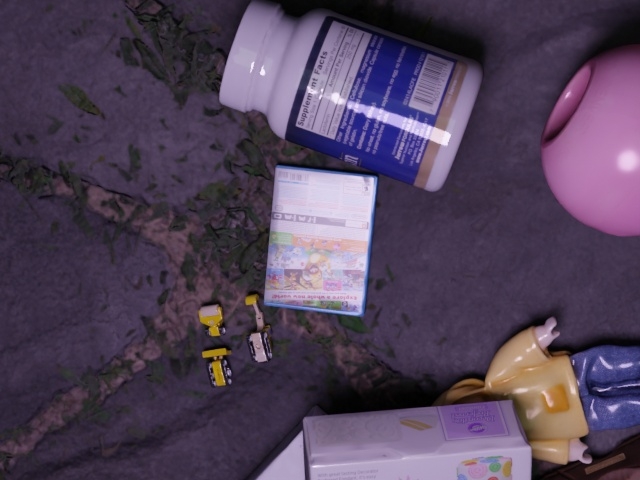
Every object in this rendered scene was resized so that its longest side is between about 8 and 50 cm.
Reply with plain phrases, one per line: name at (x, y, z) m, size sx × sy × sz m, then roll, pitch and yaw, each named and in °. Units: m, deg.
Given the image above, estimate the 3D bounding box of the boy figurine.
boy figurine at (0.254, 0.175, 1.802) m, size 0.285 × 0.092 × 0.177 m, roll -8°, pitch 106°, yaw 6°

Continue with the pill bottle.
pill bottle at (0.032, -0.164, 1.730) m, size 0.264 × 0.153 × 0.153 m, roll 20°, pitch 102°, yaw 3°

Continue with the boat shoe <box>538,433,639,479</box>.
boat shoe at (0.374, 0.281, 1.816) m, size 0.257 × 0.095 × 0.095 m, roll -21°, pitch 112°, yaw 16°

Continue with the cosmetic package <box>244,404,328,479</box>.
cosmetic package at (-0.043, 0.320, 1.868) m, size 0.117 × 0.085 × 0.231 m, roll 40°, pitch 104°, yaw -3°

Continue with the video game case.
video game case at (0.000, 0.000, 1.836) m, size 0.119 × 0.015 × 0.166 m, roll 6°, pitch 101°, yaw 5°

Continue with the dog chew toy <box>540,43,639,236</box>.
dog chew toy at (0.403, -0.067, 1.689) m, size 0.331 × 0.206 × 0.207 m, roll 29°, pitch 103°, yaw -8°

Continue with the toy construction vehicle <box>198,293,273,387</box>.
toy construction vehicle at (-0.098, 0.117, 1.864) m, size 0.085 × 0.035 × 0.098 m, roll -13°, pitch 97°, yaw 20°

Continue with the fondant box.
fondant box at (0.108, 0.346, 1.780) m, size 0.238 × 0.096 × 0.330 m, roll -4°, pitch 121°, yaw -3°
